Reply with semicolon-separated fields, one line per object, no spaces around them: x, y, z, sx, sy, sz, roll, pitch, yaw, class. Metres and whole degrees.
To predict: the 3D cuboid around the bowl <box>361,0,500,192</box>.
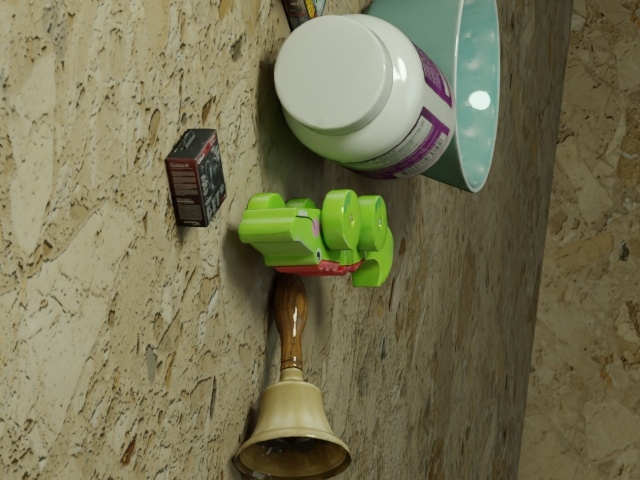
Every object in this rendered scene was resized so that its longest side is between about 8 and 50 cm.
0.137;-0.221;2.060;0.311;0.163;0.311;3;90;-74;bowl

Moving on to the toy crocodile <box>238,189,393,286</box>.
0.000;0.000;1.704;0.340;0.115;0.105;5;83;-73;toy crocodile

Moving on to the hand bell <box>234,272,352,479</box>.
-0.034;0.134;1.697;0.126;0.126;0.242;66;17;-56;hand bell

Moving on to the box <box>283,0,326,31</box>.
-0.022;-0.309;1.746;0.137;0.027;0.094;70;28;-51;box

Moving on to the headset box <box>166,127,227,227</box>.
-0.117;-0.063;1.452;0.062;0.032;0.083;-64;151;-54;headset box

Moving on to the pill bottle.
0.049;-0.166;1.764;0.301;0.169;0.169;19;74;-73;pill bottle
